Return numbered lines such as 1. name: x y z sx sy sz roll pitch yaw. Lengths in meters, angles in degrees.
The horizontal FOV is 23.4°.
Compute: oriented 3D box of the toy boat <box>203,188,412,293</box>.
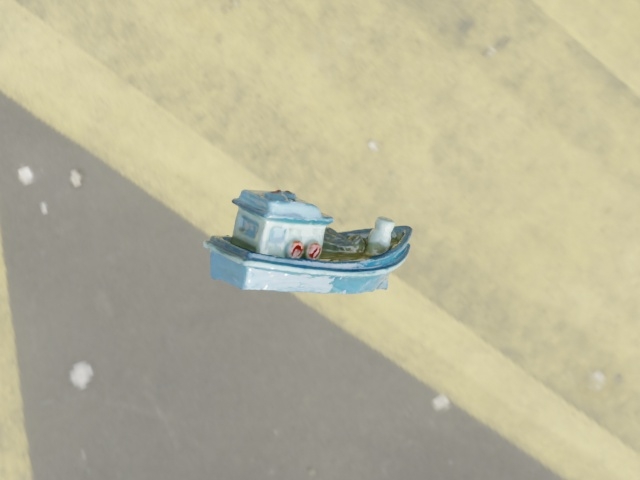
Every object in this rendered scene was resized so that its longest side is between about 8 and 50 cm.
1. toy boat: 0.000 0.000 1.540 0.238 0.109 0.098 3 102 -40
